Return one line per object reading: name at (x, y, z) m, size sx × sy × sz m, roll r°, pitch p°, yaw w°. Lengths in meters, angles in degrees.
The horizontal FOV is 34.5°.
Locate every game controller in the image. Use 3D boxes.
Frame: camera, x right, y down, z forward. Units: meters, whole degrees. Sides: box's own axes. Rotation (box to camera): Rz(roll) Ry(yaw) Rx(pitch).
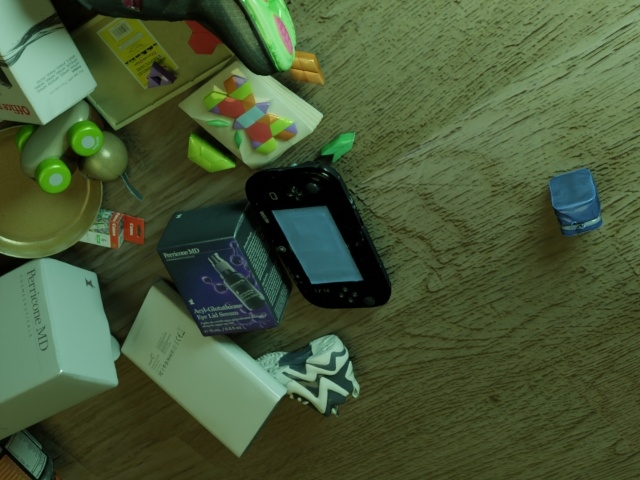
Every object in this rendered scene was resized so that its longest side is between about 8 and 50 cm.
game controller at (0.000, 0.000, 1.686) m, size 0.166 × 0.067 × 0.319 m, roll -11°, pitch 131°, yaw 20°

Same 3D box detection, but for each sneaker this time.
sneaker at (-0.235, -0.373, 1.382) m, size 0.482 × 0.185 × 0.202 m, roll 38°, pitch 109°, yaw -3°
sneaker at (-0.033, 0.278, 1.915) m, size 0.234 × 0.094 × 0.153 m, roll -24°, pitch 110°, yaw 18°

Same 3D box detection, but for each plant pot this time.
plant pot at (-0.486, -0.084, 1.726) m, size 0.236 × 0.032 × 0.237 m, roll -7°, pitch 115°, yaw -16°

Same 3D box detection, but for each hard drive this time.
hard drive at (-0.220, 0.238, 1.899) m, size 0.307 × 0.040 × 0.203 m, roll 40°, pitch 130°, yaw 9°

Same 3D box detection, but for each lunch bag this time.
lunch bag at (0.384, -0.051, 1.542) m, size 0.067 × 0.098 × 0.065 m, roll -15°, pitch 126°, yaw 18°

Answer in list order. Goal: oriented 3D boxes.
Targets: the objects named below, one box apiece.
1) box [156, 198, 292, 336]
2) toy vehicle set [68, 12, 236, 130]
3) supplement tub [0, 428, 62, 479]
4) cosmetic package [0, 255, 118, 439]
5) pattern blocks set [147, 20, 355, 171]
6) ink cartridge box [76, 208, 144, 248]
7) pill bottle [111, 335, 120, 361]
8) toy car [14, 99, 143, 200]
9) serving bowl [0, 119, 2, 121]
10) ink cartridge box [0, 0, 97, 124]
box at (-0.161, 0.049, 1.759) m, size 0.153 × 0.108 × 0.207 m, roll -10°, pitch 125°, yaw 22°
toy vehicle set at (-0.268, -0.290, 1.564) m, size 0.266 × 0.035 × 0.166 m, roll -24°, pitch 119°, yaw 29°
supplement tub at (-0.706, 0.455, 2.161) m, size 0.207 × 0.207 × 0.338 m, roll -19°, pitch 120°, yaw 27°
cosmetic package at (-0.606, 0.230, 1.872) m, size 0.453 × 0.230 × 0.161 m, roll -26°, pitch 155°, yaw 19°
pattern blocks set at (-0.108, -0.194, 1.572) m, size 0.324 × 0.026 × 0.285 m, roll 27°, pitch 133°, yaw -18°
ink cartridge box at (-0.369, -0.019, 1.810) m, size 0.115 × 0.029 × 0.063 m, roll 12°, pitch 129°, yaw 5°
pill bottle at (-0.451, 0.238, 2.004) m, size 0.078 × 0.078 × 0.137 m, roll 38°, pitch 128°, yaw -16°
toy car at (-0.369, -0.125, 1.654) m, size 0.149 × 0.155 × 0.188 m, roll -48°, pitch 132°, yaw 4°
serving bowl at (-0.543, -0.233, 1.686) m, size 0.083 × 0.027 × 0.083 m, roll 8°, pitch 130°, yaw 9°
ink cartridge box at (-0.475, -0.312, 1.503) m, size 0.197 × 0.114 × 0.273 m, roll 12°, pitch 138°, yaw 45°
